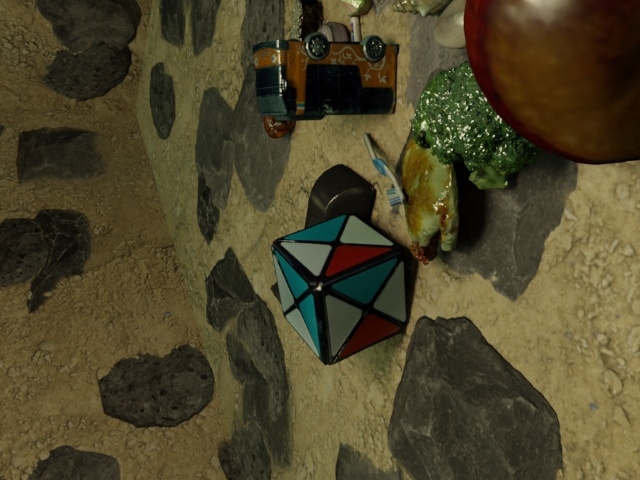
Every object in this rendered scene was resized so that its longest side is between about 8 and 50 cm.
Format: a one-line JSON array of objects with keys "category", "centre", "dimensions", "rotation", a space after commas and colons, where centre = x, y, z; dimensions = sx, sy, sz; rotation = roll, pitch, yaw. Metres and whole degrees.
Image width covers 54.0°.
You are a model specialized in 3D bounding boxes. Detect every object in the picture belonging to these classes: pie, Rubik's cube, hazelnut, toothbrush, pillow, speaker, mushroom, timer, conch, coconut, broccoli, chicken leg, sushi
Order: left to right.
[{"category": "chicken leg", "centre": [-0.134, -0.471, 2.010], "dimensions": [0.113, 0.093, 0.304], "rotation": [-14, 73, 44]}, {"category": "sushi", "centre": [-0.042, -0.618, 1.813], "dimensions": [0.090, 0.078, 0.150], "rotation": [-144, 54, -62]}, {"category": "speaker", "centre": [0.000, 0.000, 1.713], "dimensions": [0.180, 0.184, 0.388], "rotation": [45, 131, 51]}, {"category": "timer", "centre": [0.023, -0.479, 1.725], "dimensions": [0.191, 0.069, 0.208], "rotation": [-40, 61, 60]}, {"category": "Rubik's cube", "centre": [0.046, 0.110, 1.526], "dimensions": [0.248, 0.250, 0.246], "rotation": [38, 143, 50]}, {"category": "coconut", "centre": [0.086, -0.606, 1.583], "dimensions": [0.082, 0.081, 0.083], "rotation": [34, 115, 13]}, {"category": "toothbrush", "centre": [0.145, -0.177, 1.472], "dimensions": [0.386, 0.040, 0.040], "rotation": [-101, 21, -58]}, {"category": "pillow", "centre": [0.167, 0.041, 1.566], "dimensions": [0.217, 0.033, 0.130], "rotation": [43, 138, 50]}, {"category": "pie", "centre": [0.235, -0.107, 1.317], "dimensions": [0.257, 0.105, 0.274], "rotation": [104, 162, -63]}, {"category": "conch", "centre": [0.233, -0.541, 1.275], "dimensions": [0.234, 0.137, 0.114], "rotation": [-48, 26, 42]}, {"category": "mushroom", "centre": [0.305, -0.440, 1.184], "dimensions": [0.225, 0.093, 0.116], "rotation": [-18, 57, 66]}, {"category": "broccoli", "centre": [0.299, -0.207, 1.119], "dimensions": [0.270, 0.270, 0.270], "rotation": [58, 172, 41]}, {"category": "hazelnut", "centre": [0.368, -0.315, 0.791], "dimensions": [0.429, 0.402, 0.402], "rotation": [107, 146, -45]}]

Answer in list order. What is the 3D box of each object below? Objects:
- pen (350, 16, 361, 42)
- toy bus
[{"category": "pen", "centre": [0.092, -0.538, 1.632], "dimensions": [0.025, 0.025, 0.204], "rotation": [-7, 88, 62]}, {"category": "toy bus", "centre": [0.013, -0.385, 1.492], "dimensions": [0.162, 0.323, 0.194], "rotation": [19, 114, 59]}]
